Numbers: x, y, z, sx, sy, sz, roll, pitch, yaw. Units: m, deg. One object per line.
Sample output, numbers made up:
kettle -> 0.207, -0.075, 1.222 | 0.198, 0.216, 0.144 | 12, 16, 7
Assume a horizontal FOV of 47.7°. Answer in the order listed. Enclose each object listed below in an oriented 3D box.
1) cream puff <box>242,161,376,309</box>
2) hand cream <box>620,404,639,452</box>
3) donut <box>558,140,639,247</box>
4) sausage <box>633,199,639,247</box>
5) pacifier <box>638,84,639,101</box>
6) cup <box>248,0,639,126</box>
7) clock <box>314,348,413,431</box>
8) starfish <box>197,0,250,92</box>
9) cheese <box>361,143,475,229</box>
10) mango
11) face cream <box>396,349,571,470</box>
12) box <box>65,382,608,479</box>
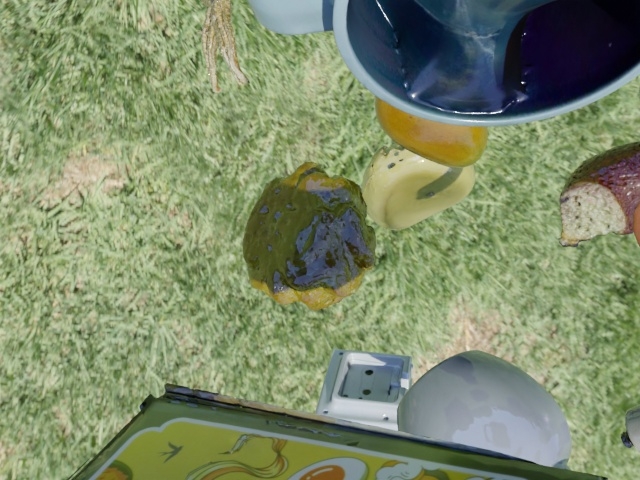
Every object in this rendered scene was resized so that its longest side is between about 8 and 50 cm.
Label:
cream puff -> -0.014, -0.004, 1.169 | 0.244, 0.196, 0.244 | -3, 78, 15
hand cream -> 0.398, 0.175, 0.754 | 0.054, 0.087, 0.186 | 45, 126, -10
donut -> 0.474, -0.085, 1.177 | 0.186, 0.144, 0.126 | -7, 136, 25
sausage -> 0.366, -0.032, 0.622 | 0.274, 0.074, 0.074 | -12, 117, -39
pacifier -> 0.562, -0.289, 1.106 | 0.238, 0.287, 0.226 | 42, 74, -28
cup -> 0.121, -0.287, 0.627 | 0.331, 0.312, 0.256 | -21, 143, 38
clock -> 0.117, 0.384, 1.870 | 0.231, 0.262, 0.116 | 7, 125, 10
starfish -> -0.158, -0.337, 1.100 | 0.047, 0.295, 0.232 | -8, 109, -22
cheese -> 0.206, -0.133, 1.561 | 0.259, 0.128, 0.316 | -28, 155, 5
mango -> 0.194, -0.206, 1.211 | 0.221, 0.121, 0.151 | 28, 142, -17
face cream -> 0.329, 0.405, 1.399 | 0.312, 0.357, 0.219 | -35, 143, -1
box -> -0.038, 0.284, 0.472 | 0.419, 0.373, 0.138 | 4, 119, 26
